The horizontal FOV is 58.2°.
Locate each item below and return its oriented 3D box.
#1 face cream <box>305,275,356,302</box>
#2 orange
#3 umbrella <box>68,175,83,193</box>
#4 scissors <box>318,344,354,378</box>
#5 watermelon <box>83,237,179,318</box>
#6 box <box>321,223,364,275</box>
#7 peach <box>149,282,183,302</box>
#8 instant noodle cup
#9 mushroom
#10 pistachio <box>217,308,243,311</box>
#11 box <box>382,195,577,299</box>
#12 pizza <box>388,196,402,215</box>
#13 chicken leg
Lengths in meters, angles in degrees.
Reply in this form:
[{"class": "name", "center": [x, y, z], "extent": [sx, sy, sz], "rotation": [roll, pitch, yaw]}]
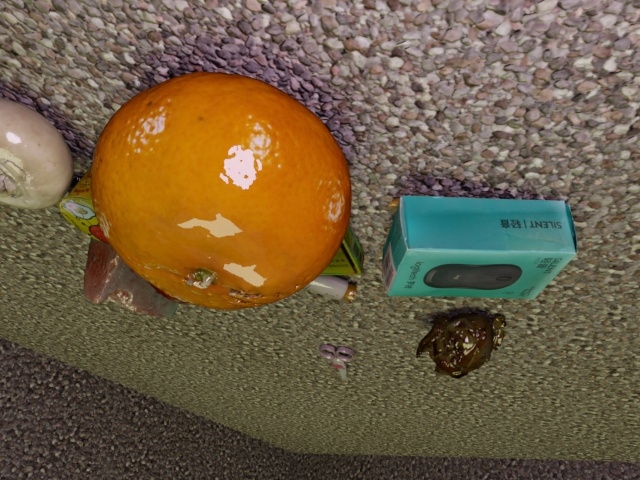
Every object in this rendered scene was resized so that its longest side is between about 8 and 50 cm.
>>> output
[{"class": "face cream", "center": [0.003, 0.107, 1.448], "extent": [0.182, 0.051, 0.072], "rotation": [21, 145, -15]}, {"class": "orange", "center": [-0.162, -0.065, 0.945], "extent": [0.424, 0.326, 0.424], "rotation": [8, 151, 5]}, {"class": "umbrella", "center": [-0.513, -0.102, 1.285], "extent": [0.248, 0.070, 0.071], "rotation": [31, 146, -22]}, {"class": "scissors", "center": [0.064, 0.420, 1.977], "extent": [0.118, 0.030, 0.242], "rotation": [6, 147, 14]}, {"class": "watermelon", "center": [-0.486, 0.093, 1.465], "extent": [0.148, 0.226, 0.318], "rotation": [27, 148, 33]}, {"class": "box", "center": [0.000, 0.000, 1.257], "extent": [0.141, 0.064, 0.220], "rotation": [1, 147, 21]}, {"class": "peach", "center": [-0.273, 0.038, 1.259], "extent": [0.244, 0.199, 0.243], "rotation": [-2, 111, -6]}, {"class": "instant noodle cup", "center": [-0.415, -0.090, 1.176], "extent": [0.182, 0.144, 0.182], "rotation": [12, 151, 7]}, {"class": "mushroom", "center": [-0.605, -0.152, 1.094], "extent": [0.246, 0.202, 0.246], "rotation": [9, 138, 9]}, {"class": "pistachio", "center": [-0.204, 0.097, 1.428], "extent": [0.238, 0.153, 0.138], "rotation": [-11, 167, -21]}, {"class": "box", "center": [0.285, 0.019, 1.075], "extent": [0.312, 0.118, 0.205], "rotation": [2, 152, -5]}, {"class": "pizza", "center": [0.208, -0.047, 1.124], "extent": [0.160, 0.035, 0.099], "rotation": [12, 150, 2]}, {"class": "chicken leg", "center": [0.359, 0.312, 1.577], "extent": [0.212, 0.140, 0.361], "rotation": [6, 147, -6]}]
